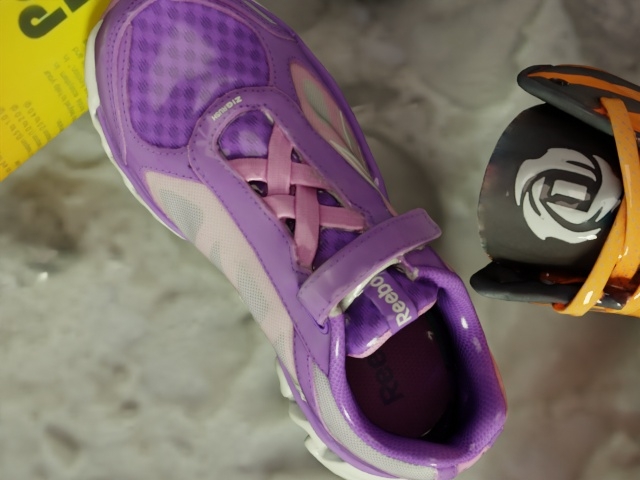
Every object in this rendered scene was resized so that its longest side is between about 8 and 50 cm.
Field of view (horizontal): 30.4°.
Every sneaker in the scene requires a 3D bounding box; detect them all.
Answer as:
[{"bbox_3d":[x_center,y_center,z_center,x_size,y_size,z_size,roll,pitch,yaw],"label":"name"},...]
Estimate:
[{"bbox_3d":[0.140,0.015,0.388,0.180,0.321,0.124,15,97,1],"label":"sneaker"},{"bbox_3d":[0.000,0.000,0.449,0.095,0.104,0.236,-35,102,-9],"label":"sneaker"}]

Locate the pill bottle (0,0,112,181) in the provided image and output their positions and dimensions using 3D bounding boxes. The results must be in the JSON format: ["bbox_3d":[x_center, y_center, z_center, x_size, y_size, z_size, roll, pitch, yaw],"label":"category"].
[{"bbox_3d":[-0.135,-0.098,0.486,0.215,0.117,0.117,-42,83,-11],"label":"pill bottle"}]
